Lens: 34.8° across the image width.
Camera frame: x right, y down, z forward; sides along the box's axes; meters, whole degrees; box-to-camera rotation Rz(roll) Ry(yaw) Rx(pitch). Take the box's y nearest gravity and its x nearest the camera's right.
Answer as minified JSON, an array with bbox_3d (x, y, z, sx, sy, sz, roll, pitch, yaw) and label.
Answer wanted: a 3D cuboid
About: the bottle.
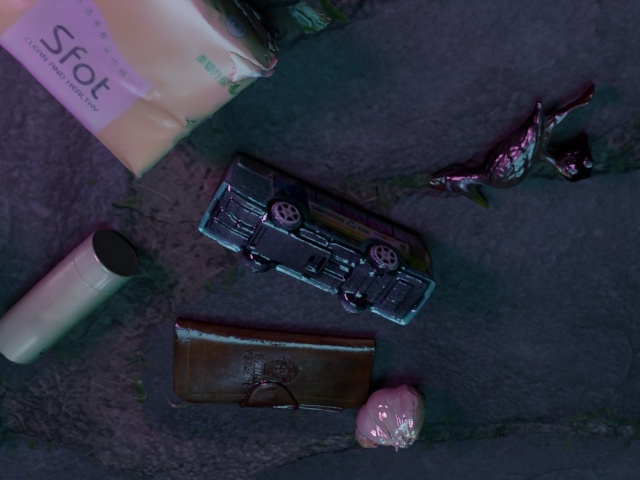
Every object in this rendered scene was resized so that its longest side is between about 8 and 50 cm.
[{"bbox_3d":[-0.306,0.069,1.220,0.072,0.072,0.201,40,119,-23],"label":"bottle"}]

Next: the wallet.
[{"bbox_3d":[-0.060,0.165,1.302,0.255,0.031,0.137,5,126,-1],"label":"wallet"}]

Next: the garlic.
[{"bbox_3d":[0.087,0.228,1.309,0.074,0.094,0.113,39,115,-5],"label":"garlic"}]

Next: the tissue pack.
[{"bbox_3d":[-0.190,-0.215,0.976,0.215,0.123,0.257,-35,109,26],"label":"tissue pack"}]

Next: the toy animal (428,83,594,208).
[{"bbox_3d":[0.212,-0.088,1.095,0.202,0.070,0.105,-20,112,23],"label":"toy animal"}]

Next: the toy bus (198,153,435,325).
[{"bbox_3d":[0.000,0.000,1.131,0.261,0.109,0.091,25,125,-13],"label":"toy bus"}]
